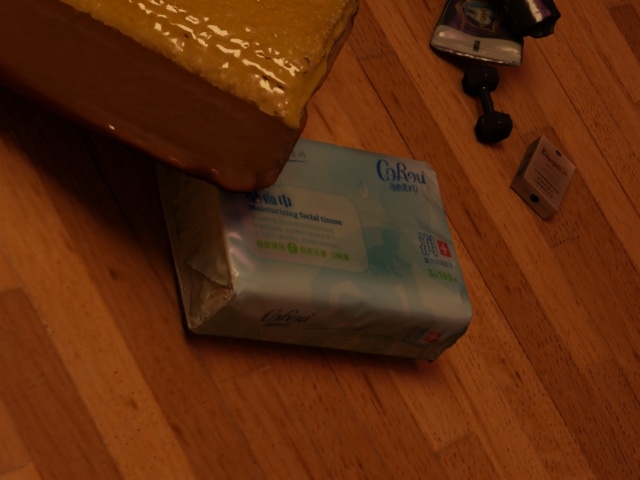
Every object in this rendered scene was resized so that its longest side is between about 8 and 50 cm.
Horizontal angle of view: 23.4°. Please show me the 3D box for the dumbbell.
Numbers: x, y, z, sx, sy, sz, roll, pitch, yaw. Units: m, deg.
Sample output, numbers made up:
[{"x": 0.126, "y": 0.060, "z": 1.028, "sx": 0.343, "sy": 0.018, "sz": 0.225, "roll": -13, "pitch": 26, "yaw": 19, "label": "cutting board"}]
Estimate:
[{"x": 0.173, "y": -0.143, "z": 1.605, "sx": 0.040, "sy": 0.036, "sz": 0.083, "roll": 10, "pitch": 57, "yaw": -37, "label": "dumbbell"}]

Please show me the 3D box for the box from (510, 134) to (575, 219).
[{"x": 0.234, "y": -0.067, "z": 1.617, "sx": 0.053, "sy": 0.024, "sz": 0.083, "roll": 44, "pitch": 40, "yaw": -11, "label": "box"}]

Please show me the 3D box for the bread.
[{"x": -0.134, "y": -0.217, "z": 1.233, "sx": 0.333, "sy": 0.143, "sz": 0.323, "roll": 28, "pitch": 40, "yaw": -2, "label": "bread"}]

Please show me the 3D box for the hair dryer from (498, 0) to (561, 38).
[{"x": 0.211, "y": -0.362, "z": 1.659, "sx": 0.244, "sy": 0.116, "sz": 0.302, "roll": -22, "pitch": 80, "yaw": -16, "label": "hair dryer"}]

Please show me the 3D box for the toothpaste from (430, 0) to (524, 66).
[{"x": 0.198, "y": -0.331, "z": 1.740, "sx": 0.099, "sy": 0.061, "sz": 0.392, "roll": 13, "pitch": 47, "yaw": 2, "label": "toothpaste"}]

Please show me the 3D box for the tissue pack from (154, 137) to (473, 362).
[{"x": 0.000, "y": 0.000, "z": 1.301, "sx": 0.263, "sy": 0.089, "sz": 0.177, "roll": 11, "pitch": 53, "yaw": -39, "label": "tissue pack"}]
